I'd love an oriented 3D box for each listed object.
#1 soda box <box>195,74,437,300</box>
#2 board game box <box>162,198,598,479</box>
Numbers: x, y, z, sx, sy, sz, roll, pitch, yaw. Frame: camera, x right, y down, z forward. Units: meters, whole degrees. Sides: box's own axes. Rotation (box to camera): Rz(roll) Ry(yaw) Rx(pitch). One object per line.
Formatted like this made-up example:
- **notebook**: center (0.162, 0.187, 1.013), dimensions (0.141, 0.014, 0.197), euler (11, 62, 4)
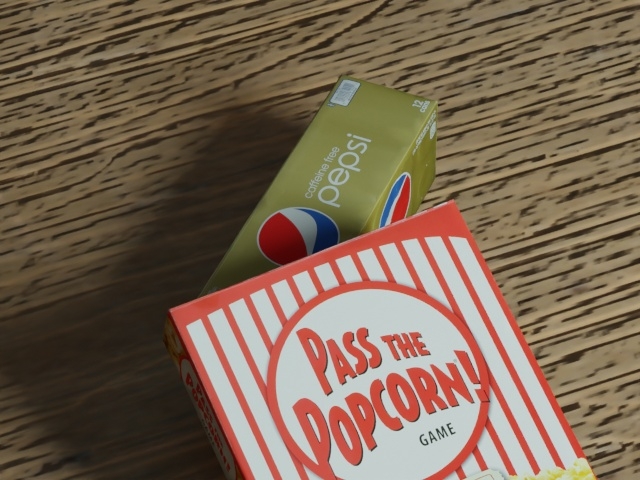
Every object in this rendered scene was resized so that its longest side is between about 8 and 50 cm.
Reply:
- **soda box**: center (0.000, 0.000, 1.006), dimensions (0.058, 0.061, 0.181), euler (18, 51, 18)
- **board game box**: center (0.034, 0.095, 0.885), dimensions (0.147, 0.045, 0.193), euler (-22, 73, -16)
